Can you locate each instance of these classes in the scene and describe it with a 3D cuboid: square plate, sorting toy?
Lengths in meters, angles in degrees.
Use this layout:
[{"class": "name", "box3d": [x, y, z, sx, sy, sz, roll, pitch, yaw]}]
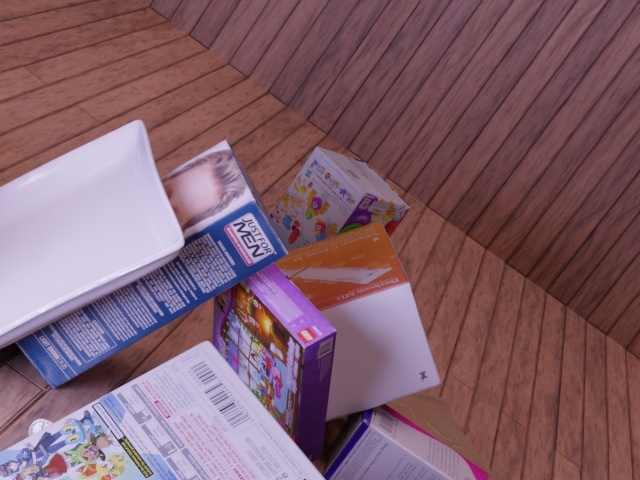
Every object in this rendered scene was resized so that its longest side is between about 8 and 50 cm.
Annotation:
[{"class": "square plate", "box3d": [-0.344, 0.008, 1.841, 0.049, 0.344, 0.347, 63, 0, -33]}, {"class": "sorting toy", "box3d": [0.146, 0.320, 2.360, 0.307, 0.041, 0.229, 20, 27, -41]}]

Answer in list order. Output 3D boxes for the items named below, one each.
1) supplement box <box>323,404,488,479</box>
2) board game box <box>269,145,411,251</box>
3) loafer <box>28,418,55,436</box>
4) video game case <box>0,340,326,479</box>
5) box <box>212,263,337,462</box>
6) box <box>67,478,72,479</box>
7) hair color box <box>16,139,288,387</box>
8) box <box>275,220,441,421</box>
[{"class": "supplement box", "box3d": [0.127, 0.341, 2.131, 0.220, 0.114, 0.111, 33, 16, -3]}, {"class": "board game box", "box3d": [0.000, 0.000, 2.516, 0.142, 0.275, 0.144, 13, 27, -51]}, {"class": "loafer", "box3d": [-0.288, 0.255, 1.702, 0.125, 0.045, 0.039, 43, 0, 1]}, {"class": "video game case", "box3d": [-0.155, 0.287, 1.555, 0.300, 0.036, 0.329, -28, 55, -23]}, {"class": "box", "box3d": [-0.069, 0.159, 1.994, 0.057, 0.293, 0.201, -27, 55, -26]}, {"class": "box", "box3d": [-0.256, 0.337, 1.435, 0.145, 0.038, 0.186, -22, 56, -36]}, {"class": "hair color box", "box3d": [-0.231, 0.027, 1.883, 0.105, 0.347, 0.174, 60, 1, -35]}, {"class": "box", "box3d": [0.035, 0.118, 2.226, 0.345, 0.215, 0.168, -109, -179, -74]}]
